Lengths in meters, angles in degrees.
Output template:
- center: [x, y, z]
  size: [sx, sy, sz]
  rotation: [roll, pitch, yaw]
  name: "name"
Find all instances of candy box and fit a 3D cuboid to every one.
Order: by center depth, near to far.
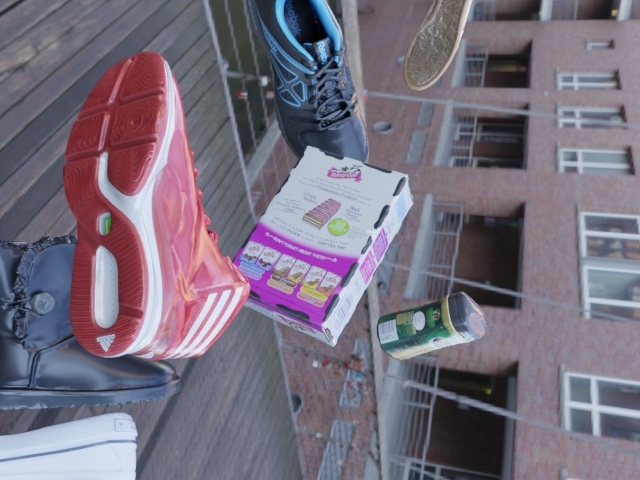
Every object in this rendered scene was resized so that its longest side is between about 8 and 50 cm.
- center: [0.000, 0.000, 0.821]
  size: [0.233, 0.159, 0.071]
  rotation: [-59, 152, -20]
  name: "candy box"

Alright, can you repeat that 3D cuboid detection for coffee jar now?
- center: [0.201, 0.155, 1.128]
  size: [0.096, 0.184, 0.079]
  rotation: [37, 42, -43]
  name: "coffee jar"

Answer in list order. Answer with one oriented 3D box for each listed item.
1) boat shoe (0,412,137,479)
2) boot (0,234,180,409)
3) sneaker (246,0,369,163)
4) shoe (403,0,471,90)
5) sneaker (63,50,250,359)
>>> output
- center: [-0.265, 0.205, 0.516]
  size: [0.083, 0.226, 0.075]
  rotation: [74, 1, -64]
  name: "boat shoe"
- center: [-0.294, 0.097, 0.773]
  size: [0.094, 0.247, 0.207]
  rotation: [170, -78, -68]
  name: "boot"
- center: [-0.012, -0.233, 0.918]
  size: [0.340, 0.125, 0.140]
  rotation: [66, -11, -17]
  name: "sneaker"
- center: [0.202, -0.347, 1.036]
  size: [0.219, 0.077, 0.058]
  rotation: [-66, 167, 2]
  name: "shoe"
- center: [-0.115, -0.018, 0.464]
  size: [0.128, 0.087, 0.221]
  rotation: [35, 53, -60]
  name: "sneaker"
